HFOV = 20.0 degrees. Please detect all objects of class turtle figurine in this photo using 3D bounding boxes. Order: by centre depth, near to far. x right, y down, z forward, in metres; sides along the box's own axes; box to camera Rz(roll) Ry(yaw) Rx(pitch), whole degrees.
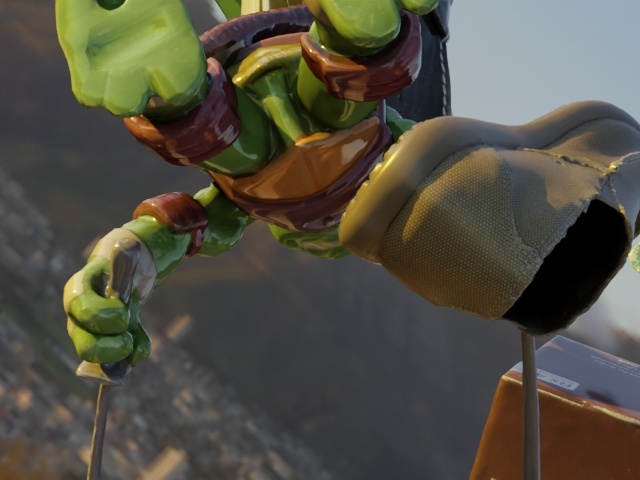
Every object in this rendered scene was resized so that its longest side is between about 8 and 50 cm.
[{"bbox_3d":[0.000,0.000,0.727,0.198,0.274,0.266,12,-22,14],"label":"turtle figurine"}]

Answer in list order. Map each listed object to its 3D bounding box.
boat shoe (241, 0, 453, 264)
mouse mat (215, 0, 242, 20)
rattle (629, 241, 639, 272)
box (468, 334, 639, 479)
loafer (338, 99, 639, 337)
[{"bbox_3d":[0.019,-0.154,1.041,0.119,0.121,0.335,-42,-124,53],"label":"boat shoe"},{"bbox_3d":[-0.026,-0.135,1.274,0.189,0.007,0.152,59,-16,-26],"label":"mouse mat"},{"bbox_3d":[0.329,0.012,1.299,0.199,0.130,0.143,54,-38,41],"label":"rattle"},{"bbox_3d":[0.188,0.195,1.218,0.168,0.203,0.167,20,12,17],"label":"box"},{"bbox_3d":[0.059,-0.002,0.479,0.050,0.056,0.148,48,29,20],"label":"loafer"}]
